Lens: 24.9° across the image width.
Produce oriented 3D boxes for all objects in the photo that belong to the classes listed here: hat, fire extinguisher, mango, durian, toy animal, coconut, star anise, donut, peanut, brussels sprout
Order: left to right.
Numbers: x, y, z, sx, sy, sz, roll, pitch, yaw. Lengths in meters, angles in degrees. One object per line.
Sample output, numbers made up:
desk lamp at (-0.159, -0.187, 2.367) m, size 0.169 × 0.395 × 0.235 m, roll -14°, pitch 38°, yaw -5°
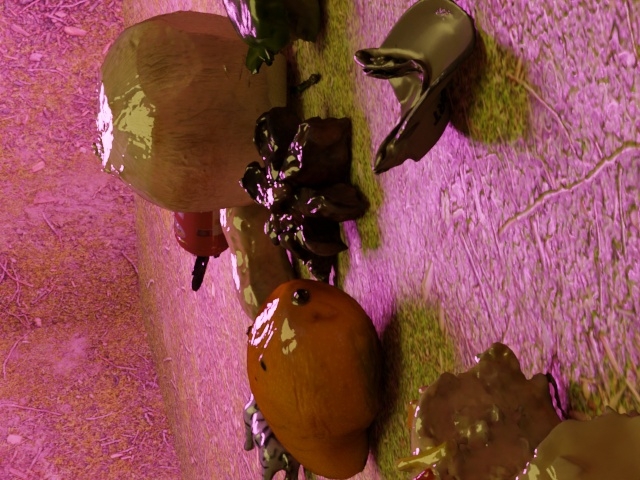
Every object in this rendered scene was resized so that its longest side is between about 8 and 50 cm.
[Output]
coconut at (-0.192, -0.184, 2.063) m, size 0.297 × 0.255 × 0.297 m, roll -174°, pitch 90°, yaw -78°
fire extinguisher at (-0.186, -0.093, 2.571) m, size 0.200 × 0.113 × 0.376 m, roll -54°, pitch -18°, yaw -39°
peanut at (-0.093, 0.013, 2.178) m, size 0.117 × 0.101 × 0.263 m, roll 24°, pitch -124°, yaw -81°
brussels sprout at (-0.070, -0.307, 1.810) m, size 0.139 × 0.100 × 0.181 m, roll 16°, pitch 128°, yaw 47°
toy animal at (-0.088, 0.309, 2.386) m, size 0.170 × 0.090 × 0.255 m, roll 112°, pitch 145°, yaw -59°
star anise at (-0.028, -0.074, 1.806) m, size 0.214 × 0.099 × 0.220 m, roll 64°, pitch 147°, yaw 20°
durian at (-0.010, 0.002, 1.922) m, size 0.066 × 0.052 × 0.130 m, roll 145°, pitch 113°, yaw -76°
mango at (-0.008, 0.171, 1.786) m, size 0.187 × 0.144 × 0.359 m, roll 42°, pitch 154°, yaw 22°
hat at (0.103, -0.139, 1.343) m, size 0.175 × 0.085 × 0.147 m, roll -41°, pitch 43°, yaw 48°
donut at (0.171, 0.246, 1.075) m, size 0.371 × 0.150 × 0.307 m, roll -165°, pitch 67°, yaw -75°

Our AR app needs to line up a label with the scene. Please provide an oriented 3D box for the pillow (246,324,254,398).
pillow at (-0.036, 0.126, 1.924) m, size 0.043 × 0.185 × 0.118 m, roll 18°, pitch 126°, yaw 28°

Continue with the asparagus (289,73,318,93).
asparagus at (-0.024, -0.207, 1.936) m, size 0.166 × 0.013 × 0.016 m, roll -179°, pitch 70°, yaw -77°
